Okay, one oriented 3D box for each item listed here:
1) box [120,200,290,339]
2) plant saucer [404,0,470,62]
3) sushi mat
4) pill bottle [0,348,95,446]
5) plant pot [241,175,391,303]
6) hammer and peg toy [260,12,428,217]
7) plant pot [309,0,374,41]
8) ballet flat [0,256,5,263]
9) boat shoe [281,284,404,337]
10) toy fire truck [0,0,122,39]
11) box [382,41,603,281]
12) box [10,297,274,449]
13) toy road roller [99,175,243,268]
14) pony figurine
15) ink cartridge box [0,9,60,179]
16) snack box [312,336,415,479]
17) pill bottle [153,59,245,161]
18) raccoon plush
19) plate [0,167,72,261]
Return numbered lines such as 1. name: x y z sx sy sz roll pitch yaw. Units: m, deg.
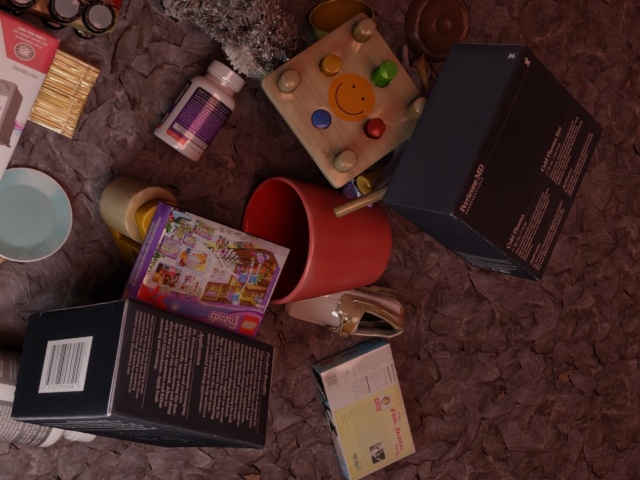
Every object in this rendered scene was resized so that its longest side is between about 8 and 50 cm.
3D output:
1. box: -0.216 0.063 1.784 0.293 0.057 0.200 22 91 -40
2. plant saucer: 0.269 -0.482 2.076 0.169 0.029 0.168 -7 108 -23
3. sushi mat: -0.587 -0.325 1.750 0.317 0.019 0.151 24 96 -27
4. pill bottle: -0.596 0.313 1.839 0.319 0.176 0.176 18 97 -32
5. plant pot: 0.000 0.000 1.982 0.243 0.275 0.274 1 105 -35
6. hammer and peg toy: 0.082 -0.221 1.768 0.266 0.127 0.361 -36 94 -14
7. plant pot: 0.047 -0.433 1.949 0.134 0.134 0.095 -24 139 -16
8. ballet flat: -0.715 0.125 1.783 0.316 0.107 0.106 -52 131 -2
9. boat shoe: 0.060 0.161 2.110 0.302 0.103 0.113 3 139 -24
10. toy fire truck: -0.456 -0.517 1.691 0.217 0.158 0.246 14 87 -26
11. box: 0.333 -0.147 1.753 0.312 0.179 0.343 33 78 -41
12. box: -0.329 0.271 1.783 0.395 0.294 0.211 26 62 -46
13. toy road roller: -0.277 -0.001 1.888 0.241 0.202 0.329 -32 121 -25
14. pony figurine: 0.172 -0.219 1.974 0.363 0.303 0.351 -32 92 -35
15. ink cartridge box: -0.632 -0.273 1.662 0.226 0.131 0.306 22 94 -27
16. snack box: 0.109 0.410 2.248 0.187 0.060 0.321 -21 112 -17
17. pill bottle: -0.239 -0.264 1.871 0.108 0.108 0.193 36 89 -28
18. raccoon plush: -0.107 -0.441 1.717 0.299 0.446 0.216 38 74 -15
19. plate: -0.579 -0.049 1.803 0.188 0.024 0.188 7 77 -29
